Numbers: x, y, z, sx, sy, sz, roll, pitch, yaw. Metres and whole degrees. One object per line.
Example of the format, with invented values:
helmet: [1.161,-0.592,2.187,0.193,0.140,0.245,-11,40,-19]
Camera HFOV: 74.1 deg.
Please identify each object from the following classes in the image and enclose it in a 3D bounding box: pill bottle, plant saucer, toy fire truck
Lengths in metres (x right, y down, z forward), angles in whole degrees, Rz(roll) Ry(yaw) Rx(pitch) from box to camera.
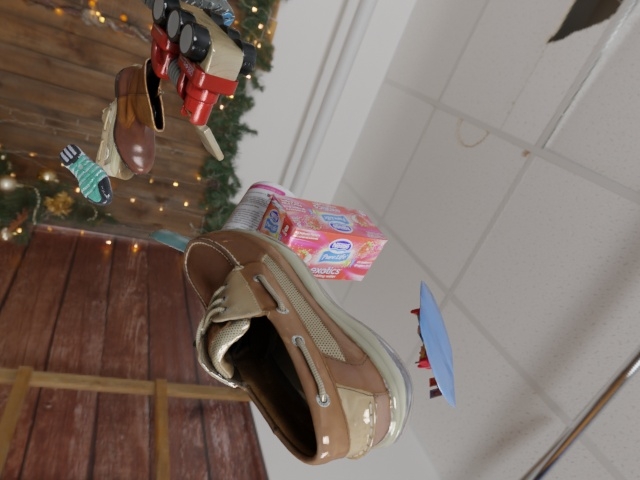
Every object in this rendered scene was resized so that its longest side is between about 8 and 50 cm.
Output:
pill bottle: [-0.164,0.009,1.016,0.160,0.160,0.283,-28,-150,56]
plant saucer: [-0.377,0.031,1.334,0.318,0.318,0.043,10,-104,62]
toy fire truck: [-0.234,-0.292,0.802,0.217,0.159,0.246,52,-55,32]

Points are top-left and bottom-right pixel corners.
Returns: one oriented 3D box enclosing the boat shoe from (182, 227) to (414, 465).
boat shoe: [-0.061,0.080,0.419,0.324,0.117,0.123,31,-64,39]

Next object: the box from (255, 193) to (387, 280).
box: [0.000,0.000,0.923,0.128,0.257,0.122,-60,-137,26]

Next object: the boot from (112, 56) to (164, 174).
boot: [-0.394,-0.268,0.972,0.280,0.096,0.263,23,-70,50]

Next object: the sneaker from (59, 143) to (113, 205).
sneaker: [-0.625,-0.175,1.182,0.083,0.098,0.223,-41,-108,-1]

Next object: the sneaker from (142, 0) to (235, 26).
sneaker: [-0.382,-0.677,1.138,0.125,0.341,0.139,-30,-97,24]

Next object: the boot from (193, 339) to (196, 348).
boot: [-0.374,0.303,1.430,0.045,0.121,0.099,24,-67,33]

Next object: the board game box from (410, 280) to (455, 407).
board game box: [0.144,0.138,0.575,0.033,0.133,0.168,-19,-160,22]

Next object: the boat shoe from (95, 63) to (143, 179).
boat shoe: [-0.595,-0.358,1.257,0.122,0.110,0.340,-9,113,-81]
